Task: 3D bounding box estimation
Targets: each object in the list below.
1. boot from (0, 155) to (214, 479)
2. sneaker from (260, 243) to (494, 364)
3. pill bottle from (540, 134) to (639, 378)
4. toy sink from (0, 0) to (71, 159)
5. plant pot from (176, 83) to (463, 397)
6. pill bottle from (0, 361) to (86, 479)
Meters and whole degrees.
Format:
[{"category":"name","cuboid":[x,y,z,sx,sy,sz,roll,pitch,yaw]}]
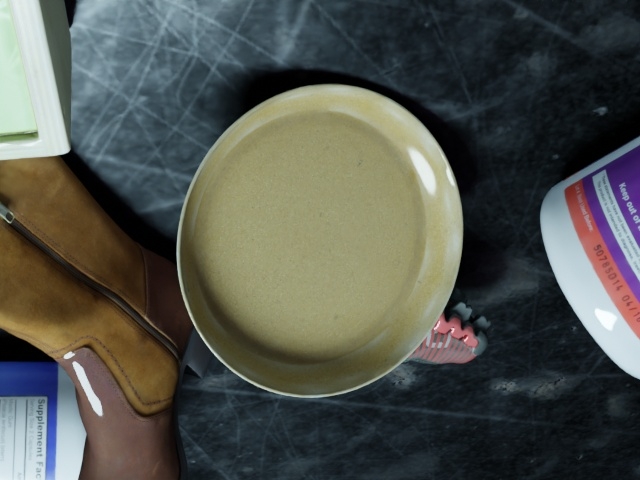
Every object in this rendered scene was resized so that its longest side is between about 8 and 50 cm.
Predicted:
[{"category":"boot","cuboid":[-0.189,0.090,0.863,0.096,0.264,0.280,6,152,33]},{"category":"sneaker","cuboid":[0.018,0.069,0.974,0.276,0.097,0.135,18,104,-28]},{"category":"pill bottle","cuboid":[0.343,-0.035,0.880,0.323,0.181,0.181,-32,135,25]},{"category":"toy sink","cuboid":[-0.273,-0.131,0.675,0.234,0.131,0.153,-4,139,-6]},{"category":"plant pot","cuboid":[0.000,0.000,0.873,0.236,0.032,0.236,-4,101,-24]},{"category":"pill bottle","cuboid":[-0.278,0.183,1.028,0.272,0.152,0.152,1,139,-14]}]
